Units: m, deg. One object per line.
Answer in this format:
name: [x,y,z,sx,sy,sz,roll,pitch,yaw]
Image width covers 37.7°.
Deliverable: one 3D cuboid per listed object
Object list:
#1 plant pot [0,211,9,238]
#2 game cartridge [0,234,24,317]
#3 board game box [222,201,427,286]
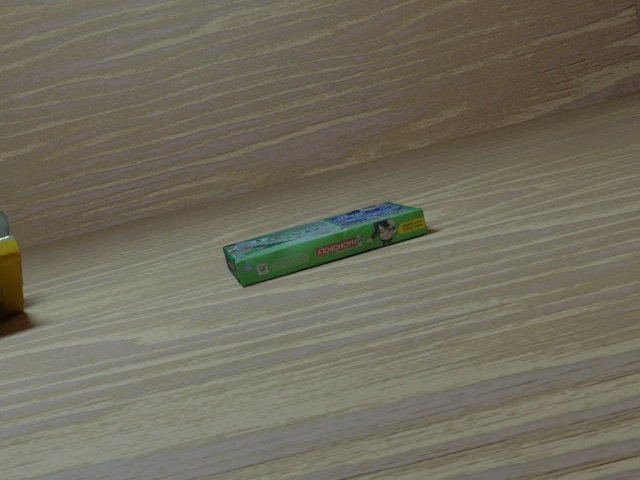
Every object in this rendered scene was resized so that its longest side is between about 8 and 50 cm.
plant pot: [-0.767,0.029,1.825,0.281,0.323,0.323,6,-2,-28]
game cartridge: [-0.689,0.111,1.650,0.324,0.052,0.285,-20,-17,-23]
board game box: [0.000,0.000,1.603,0.318,0.046,0.213,-16,9,-9]
